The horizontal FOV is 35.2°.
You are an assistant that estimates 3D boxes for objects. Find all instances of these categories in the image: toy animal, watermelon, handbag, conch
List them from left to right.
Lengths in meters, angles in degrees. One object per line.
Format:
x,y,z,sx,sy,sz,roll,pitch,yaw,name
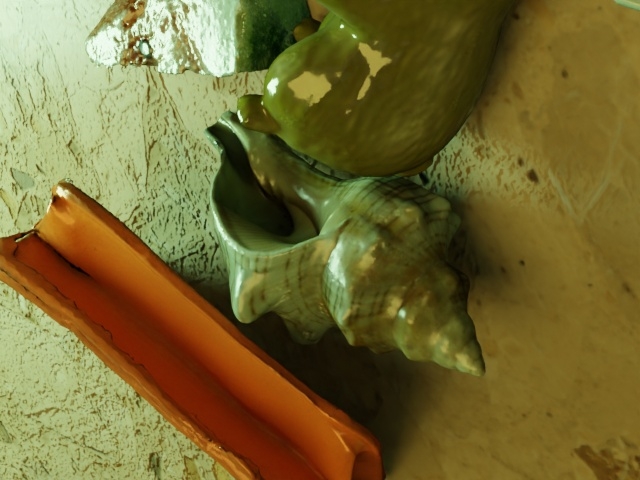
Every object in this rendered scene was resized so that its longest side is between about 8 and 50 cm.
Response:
-0.134,-0.219,0.968,0.241,0.094,0.154,-7,99,40,watermelon
-0.125,0.130,0.999,0.410,0.116,0.303,39,168,17,handbag
0.001,0.013,0.913,0.386,0.203,0.169,26,126,42,conch
0.075,-0.214,0.758,0.180,0.181,0.363,33,128,8,toy animal

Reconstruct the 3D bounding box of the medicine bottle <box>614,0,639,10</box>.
0.246,-0.196,0.675,0.055,0.118,0.074,23,122,25,medicine bottle
